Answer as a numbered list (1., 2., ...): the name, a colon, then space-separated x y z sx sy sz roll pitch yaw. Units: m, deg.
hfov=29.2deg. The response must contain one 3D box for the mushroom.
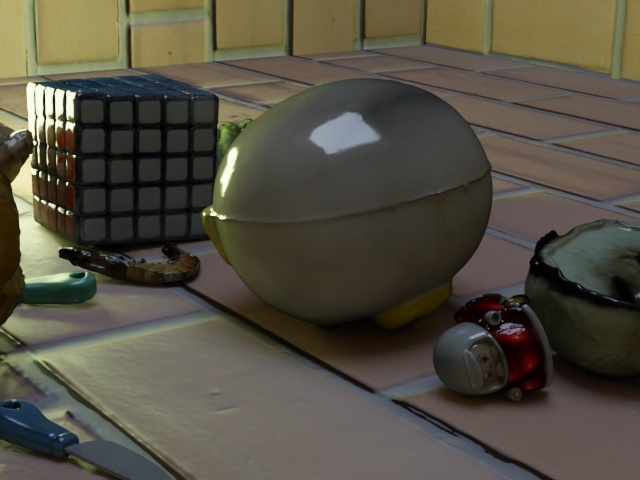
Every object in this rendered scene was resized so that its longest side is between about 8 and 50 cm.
1. mushroom: 0.366 0.079 1.480 0.247 0.130 0.344 21 22 10

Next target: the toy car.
1. toy car: 0.176 0.123 1.357 0.112 0.112 0.139 -25 16 -23

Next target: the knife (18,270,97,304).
1. knife: -0.424 0.075 1.604 0.260 0.034 0.063 -7 24 -5

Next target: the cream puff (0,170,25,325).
1. cream puff: -0.467 0.038 1.357 0.343 0.231 0.327 5 11 37

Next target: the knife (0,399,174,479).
1. knife: -0.220 0.202 1.182 0.244 0.032 0.058 15 12 27

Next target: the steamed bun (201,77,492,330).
1. steamed bun: 0.043 -0.051 1.557 0.334 0.334 0.374 14 21 37

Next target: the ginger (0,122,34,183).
1. ginger: -0.555 -0.085 1.885 0.276 0.130 0.221 -35 39 -17

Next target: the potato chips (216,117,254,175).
1. potato chips: -0.093 -0.187 2.449 0.358 0.070 0.429 -3 15 -4

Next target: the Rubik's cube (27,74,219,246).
1. Rubik's cube: -0.310 -0.131 1.924 0.237 0.238 0.237 -6 16 -29

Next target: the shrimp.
1. shrimp: -0.265 0.023 1.757 0.195 0.035 0.148 11 20 8
